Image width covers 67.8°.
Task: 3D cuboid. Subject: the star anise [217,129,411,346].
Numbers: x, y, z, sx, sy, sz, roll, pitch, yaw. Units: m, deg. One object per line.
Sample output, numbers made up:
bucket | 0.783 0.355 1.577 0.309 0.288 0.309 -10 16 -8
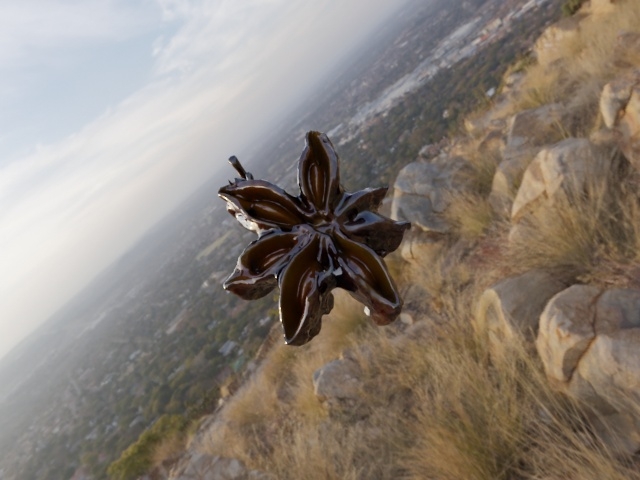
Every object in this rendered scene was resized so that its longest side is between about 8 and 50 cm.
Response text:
star anise | 0.000 0.000 0.504 0.190 0.126 0.220 -9 69 13
